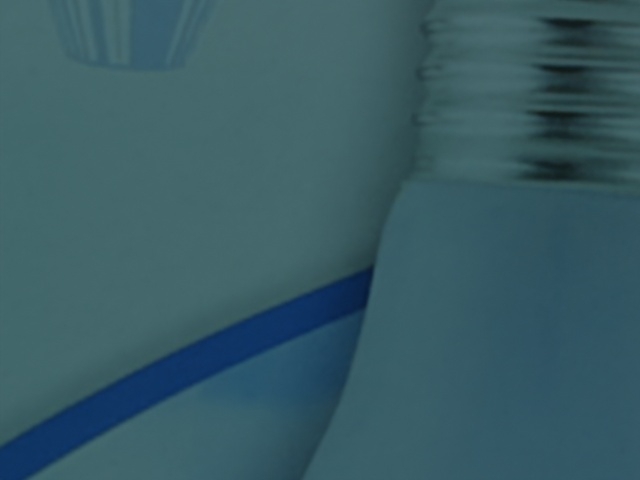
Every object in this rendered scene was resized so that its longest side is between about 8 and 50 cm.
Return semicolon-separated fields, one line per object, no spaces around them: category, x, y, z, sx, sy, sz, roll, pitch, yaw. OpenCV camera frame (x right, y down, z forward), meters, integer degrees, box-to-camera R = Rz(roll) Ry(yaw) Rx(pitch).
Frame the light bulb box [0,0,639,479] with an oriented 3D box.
light bulb box;0.054;0.050;0.458;0.358;0.225;0.361;2;98;-18
